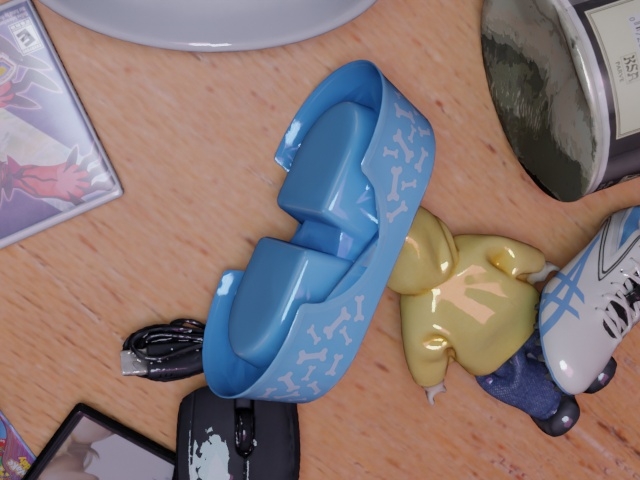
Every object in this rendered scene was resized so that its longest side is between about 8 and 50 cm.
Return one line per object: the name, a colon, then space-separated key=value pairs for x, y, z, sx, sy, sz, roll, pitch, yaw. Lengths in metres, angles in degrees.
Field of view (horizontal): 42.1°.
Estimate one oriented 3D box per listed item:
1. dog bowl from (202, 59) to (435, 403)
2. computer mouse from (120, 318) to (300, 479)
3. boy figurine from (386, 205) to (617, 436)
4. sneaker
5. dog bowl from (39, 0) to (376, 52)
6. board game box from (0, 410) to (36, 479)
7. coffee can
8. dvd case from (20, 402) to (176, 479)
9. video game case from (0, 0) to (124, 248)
dog bowl: x=0.000 y=0.000 z=0.695 sx=0.074 sy=0.166 sz=0.297 roll=26 pitch=85 yaw=-27
computer mouse: x=-0.085 y=0.209 z=0.758 sx=0.188 sy=0.072 sz=0.272 roll=-2 pitch=98 yaw=-20
boy figurine: x=0.140 y=0.070 z=0.779 sx=0.285 sy=0.092 sz=0.177 roll=37 pitch=90 yaw=-14
sneaker: x=0.265 y=0.043 z=0.743 sx=0.085 sy=0.086 sz=0.237 roll=53 pitch=54 yaw=-13
dog bowl: x=-0.079 y=-0.233 z=0.577 sx=0.264 sy=0.265 sz=0.104 roll=0 pitch=78 yaw=-10
board game box: x=-0.341 y=0.207 z=0.752 sx=0.133 sy=0.033 sz=0.169 roll=-30 pitch=106 yaw=-2
coffee can: x=0.302 y=-0.170 z=0.699 sx=0.275 sy=0.201 sz=0.202 roll=-19 pitch=105 yaw=-5
dvd case: x=-0.225 y=0.296 z=0.790 sx=0.180 sy=0.022 sz=0.253 roll=35 pitch=94 yaw=-21
video game case: x=-0.297 y=-0.081 z=0.702 sx=0.201 sy=0.023 sz=0.183 roll=-24 pitch=105 yaw=-4
